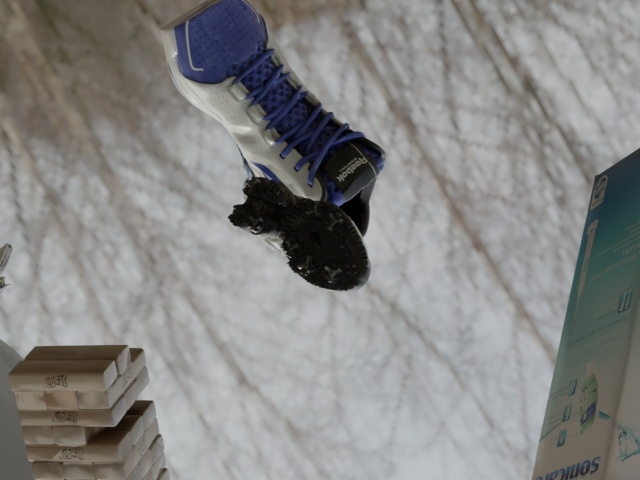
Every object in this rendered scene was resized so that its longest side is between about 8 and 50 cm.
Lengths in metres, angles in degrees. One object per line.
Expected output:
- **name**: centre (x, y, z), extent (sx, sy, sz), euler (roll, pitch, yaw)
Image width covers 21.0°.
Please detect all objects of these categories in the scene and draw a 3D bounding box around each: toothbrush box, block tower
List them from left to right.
- **block tower**: centre (-0.183, 0.250, 1.525), extent (0.097, 0.335, 0.091), euler (-1, -159, 17)
- **toothbrush box**: centre (0.291, 0.099, 1.252), extent (0.126, 0.216, 0.295), euler (141, -32, -65)

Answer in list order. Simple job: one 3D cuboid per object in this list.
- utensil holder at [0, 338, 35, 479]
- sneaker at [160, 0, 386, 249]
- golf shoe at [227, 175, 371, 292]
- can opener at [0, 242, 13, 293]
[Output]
- **utensil holder**: centre (-0.484, 0.293, 1.814), extent (0.385, 0.327, 0.327), euler (-44, -177, 33)
- **sneaker**: centre (-0.023, -0.117, 1.809), extent (0.127, 0.315, 0.182), euler (-40, -152, -26)
- **golf shoe**: centre (0.000, 0.000, 1.664), extent (0.077, 0.094, 0.198), euler (-55, -137, 3)
- **can opener**: centre (-0.420, 0.071, 1.871), extent (0.280, 0.093, 0.074), euler (-37, -157, 44)
